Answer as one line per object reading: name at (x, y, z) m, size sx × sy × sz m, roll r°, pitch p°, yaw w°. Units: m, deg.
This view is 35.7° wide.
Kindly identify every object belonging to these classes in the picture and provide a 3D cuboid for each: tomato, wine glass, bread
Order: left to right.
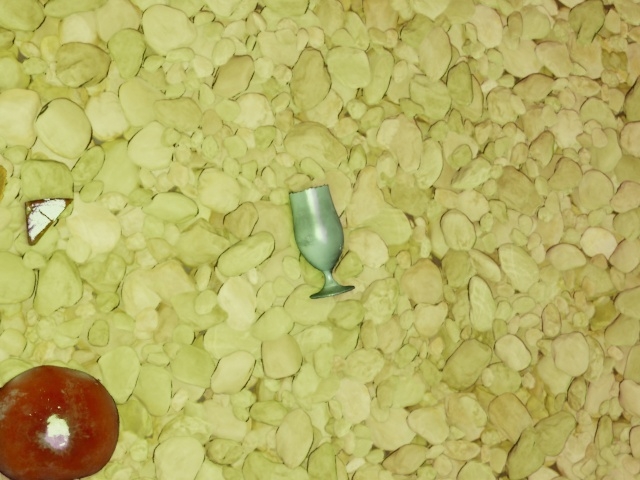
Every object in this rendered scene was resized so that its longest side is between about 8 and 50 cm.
bread at (-0.474, -0.047, 1.684) m, size 0.062 × 0.043 × 0.109 m, roll 44°, pitch 76°, yaw -15°
tomato at (-0.440, 0.307, 1.650) m, size 0.228 × 0.112 × 0.199 m, roll -8°, pitch 89°, yaw -23°
wine glass at (0.000, 0.000, 1.829) m, size 0.093 × 0.093 × 0.202 m, roll -15°, pitch 96°, yaw -20°

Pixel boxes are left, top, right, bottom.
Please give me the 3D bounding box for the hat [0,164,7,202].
hat at (-0.673, -0.082, 1.578) m, size 0.233 × 0.233 × 0.244 m, roll 26°, pitch 66°, yaw 10°
